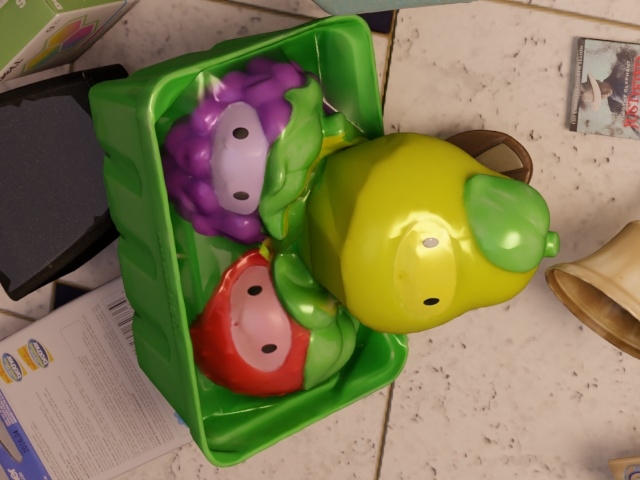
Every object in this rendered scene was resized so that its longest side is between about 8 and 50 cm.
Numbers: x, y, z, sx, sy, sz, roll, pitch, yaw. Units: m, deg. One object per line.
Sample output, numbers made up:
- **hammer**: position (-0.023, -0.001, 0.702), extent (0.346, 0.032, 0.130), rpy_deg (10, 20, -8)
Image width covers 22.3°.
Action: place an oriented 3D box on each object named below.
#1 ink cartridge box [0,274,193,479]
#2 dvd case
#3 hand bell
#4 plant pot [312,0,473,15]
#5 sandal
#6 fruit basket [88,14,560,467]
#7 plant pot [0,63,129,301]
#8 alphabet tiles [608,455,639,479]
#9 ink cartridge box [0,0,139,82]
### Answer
- **ink cartridge box**: position (-0.222, 0.147, 1.691), extent (0.311, 0.065, 0.185), rpy_deg (-28, 94, 24)
- **dvd case**: position (0.282, -0.131, 1.434), extent (0.119, 0.013, 0.087), rpy_deg (10, 109, 20)
- **hand bell**: position (0.311, -0.027, 1.374), extent (0.126, 0.126, 0.242), rpy_deg (38, 80, 8)
- **plant pot**: position (0.061, -0.330, 1.348), extent (0.247, 0.248, 0.252), rpy_deg (-2, 120, 22)
- **sandal**: position (0.120, -0.029, 1.509), extent (0.090, 0.060, 0.219), rpy_deg (47, 131, 10)
- **fruit basket**: position (0.000, 0.000, 1.415), extent (0.392, 0.283, 0.392), rpy_deg (31, 132, 41)
- **plant pot**: position (-0.247, -0.075, 1.578), extent (0.167, 0.188, 0.187), rpy_deg (-29, 93, 15)
- **alphabet tiles**: position (0.400, 0.243, 1.445), extent (0.237, 0.009, 0.198), rpy_deg (-12, 128, 24)
- **ink cartridge box**: position (-0.270, -0.206, 1.525), extent (0.109, 0.209, 0.062), rpy_deg (-39, 86, 27)
